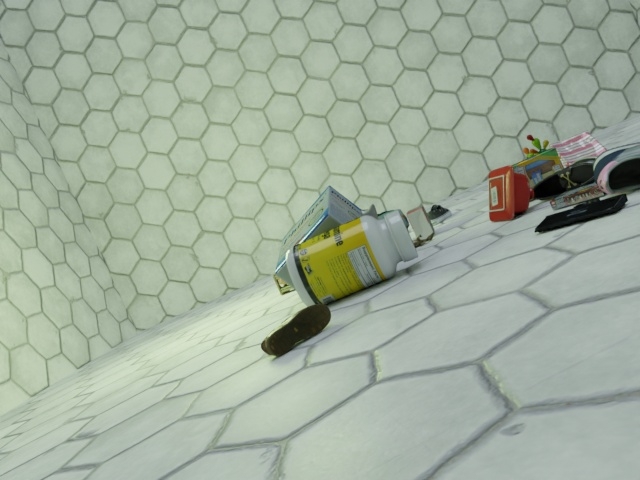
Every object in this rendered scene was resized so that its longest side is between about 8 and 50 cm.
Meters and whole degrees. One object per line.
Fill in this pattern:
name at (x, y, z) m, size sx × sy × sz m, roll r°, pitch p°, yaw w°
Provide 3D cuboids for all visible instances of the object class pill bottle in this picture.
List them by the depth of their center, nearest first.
pill bottle at (0.088, 0.045, 1.492) m, size 0.334 × 0.187 × 0.188 m, roll -24°, pitch 2°, yaw 9°

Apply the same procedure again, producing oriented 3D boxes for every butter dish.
butter dish at (0.578, -0.138, 1.612) m, size 0.118 × 0.160 × 0.160 m, roll -1°, pitch 0°, yaw -9°

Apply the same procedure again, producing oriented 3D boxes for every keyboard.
keyboard at (0.561, -0.058, 1.162) m, size 0.108 × 0.023 × 0.180 m, roll -34°, pitch 9°, yaw -39°

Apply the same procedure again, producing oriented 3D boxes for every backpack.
backpack at (0.260, -0.037, 2.056) m, size 0.166 × 0.144 × 0.188 m, roll -22°, pitch -21°, yaw 1°

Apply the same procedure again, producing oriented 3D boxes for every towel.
towel at (0.900, -0.306, 1.862) m, size 0.144 × 0.029 × 0.197 m, roll -21°, pitch 43°, yaw 5°

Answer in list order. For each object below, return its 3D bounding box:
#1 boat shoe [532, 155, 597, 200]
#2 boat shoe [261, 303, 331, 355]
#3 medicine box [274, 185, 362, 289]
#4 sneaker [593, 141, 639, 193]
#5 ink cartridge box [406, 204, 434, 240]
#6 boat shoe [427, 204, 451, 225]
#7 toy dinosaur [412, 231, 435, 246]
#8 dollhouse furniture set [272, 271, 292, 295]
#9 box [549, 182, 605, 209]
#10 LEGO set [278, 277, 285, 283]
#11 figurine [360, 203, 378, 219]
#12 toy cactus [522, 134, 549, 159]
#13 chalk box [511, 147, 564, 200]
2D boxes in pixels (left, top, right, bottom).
boat shoe at (0.710, -0.170, 1.556) m, size 0.069 × 0.081 × 0.228 m, roll -28°, pitch -3°, yaw -29°
boat shoe at (-0.056, 0.191, 1.177) m, size 0.178 × 0.064 × 0.060 m, roll -28°, pitch 6°, yaw -33°
medicine box at (0.000, 0.000, 1.734) m, size 0.263 × 0.149 × 0.289 m, roll -48°, pitch 14°, yaw 18°
sneaker at (0.758, -0.177, 1.157) m, size 0.319 × 0.112 × 0.131 m, roll -26°, pitch 18°, yaw 35°
ink cartridge box at (0.381, -0.069, 2.051) m, size 0.067 × 0.115 × 0.198 m, roll -24°, pitch 3°, yaw 13°
boat shoe at (0.519, -0.124, 2.405) m, size 0.080 × 0.076 × 0.228 m, roll -22°, pitch 3°, yaw 33°
toy dinosaur at (0.311, 0.015, 1.870) m, size 0.183 × 0.053 × 0.092 m, roll -16°, pitch -12°, yaw 10°
dollhouse furniture set at (-0.074, 0.133, 2.233) m, size 0.182 × 0.101 × 0.161 m, roll -22°, pitch 3°, yaw 35°
box at (0.668, -0.119, 1.373) m, size 0.094 × 0.027 × 0.137 m, roll -24°, pitch 2°, yaw -37°
LEGO set at (-0.032, 0.119, 2.009) m, size 0.287 × 0.132 × 0.107 m, roll -34°, pitch -3°, yaw -27°
figurine at (0.140, -0.006, 1.885) m, size 0.215 × 0.209 × 0.092 m, roll -22°, pitch 3°, yaw 30°
toy cactus at (0.856, -0.295, 2.017) m, size 0.180 × 0.219 × 0.112 m, roll 22°, pitch -55°, yaw -37°
chalk box at (0.692, -0.205, 1.795) m, size 0.213 × 0.132 × 0.132 m, roll -23°, pitch 2°, yaw 17°
